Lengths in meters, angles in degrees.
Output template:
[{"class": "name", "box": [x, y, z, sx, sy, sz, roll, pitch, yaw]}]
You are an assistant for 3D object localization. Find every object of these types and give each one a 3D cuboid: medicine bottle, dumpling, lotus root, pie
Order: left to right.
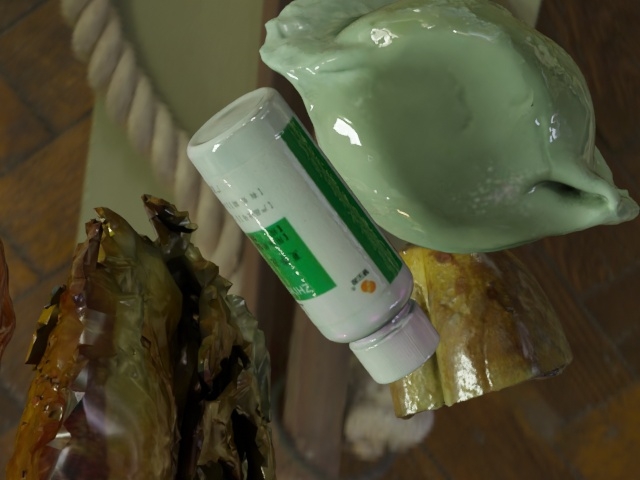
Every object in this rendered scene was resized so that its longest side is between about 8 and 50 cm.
[{"class": "pie", "box": [-0.077, 0.132, 0.743, 0.085, 0.308, 0.308, 5, 115, 12]}, {"class": "medicine bottle", "box": [0.000, 0.000, 1.492, 0.095, 0.095, 0.260, -33, 106, 18]}, {"class": "lotus root", "box": [0.142, 0.076, 1.846, 0.188, 0.199, 0.180, -18, 91, 4]}, {"class": "dumpling", "box": [0.138, -0.122, 1.652, 0.212, 0.270, 0.321, -6, 123, 52]}]

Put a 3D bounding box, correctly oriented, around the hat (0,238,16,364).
[{"class": "hat", "box": [-0.312, 0.122, 0.776, 0.285, 0.285, 0.400, 22, 79, -5]}]
